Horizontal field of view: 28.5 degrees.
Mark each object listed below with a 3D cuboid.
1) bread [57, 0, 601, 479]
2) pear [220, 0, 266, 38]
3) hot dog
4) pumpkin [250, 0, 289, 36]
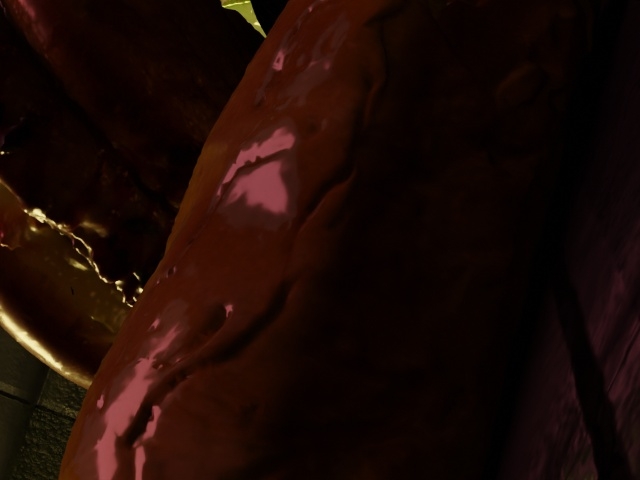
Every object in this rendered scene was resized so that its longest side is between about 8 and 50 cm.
[{"bbox_3d":[0.005,0.015,0.555,0.195,0.148,0.344,116,175,-61],"label":"bread"},{"bbox_3d":[0.004,-0.202,1.066,0.286,0.281,0.176,117,166,-66],"label":"pear"},{"bbox_3d":[-0.105,-0.034,0.792,0.185,0.405,0.223,-35,28,29],"label":"hot dog"},{"bbox_3d":[0.041,-0.225,0.771,0.300,0.207,0.300,3,-90,-89],"label":"pumpkin"}]
